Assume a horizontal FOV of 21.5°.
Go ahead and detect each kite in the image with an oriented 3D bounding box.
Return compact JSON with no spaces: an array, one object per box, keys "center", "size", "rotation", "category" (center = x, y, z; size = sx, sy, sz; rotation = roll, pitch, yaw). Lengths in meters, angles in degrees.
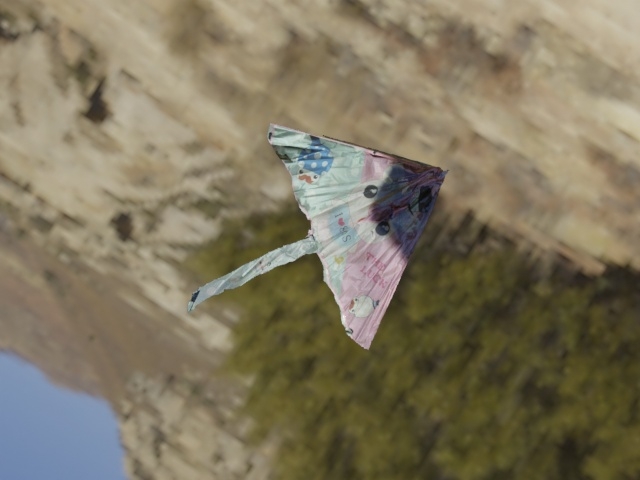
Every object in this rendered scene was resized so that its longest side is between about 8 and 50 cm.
[{"center":[0.000,0.000,0.863],"size":[0.011,0.157,0.139],"rotation":[38,152,64],"category":"kite"}]
